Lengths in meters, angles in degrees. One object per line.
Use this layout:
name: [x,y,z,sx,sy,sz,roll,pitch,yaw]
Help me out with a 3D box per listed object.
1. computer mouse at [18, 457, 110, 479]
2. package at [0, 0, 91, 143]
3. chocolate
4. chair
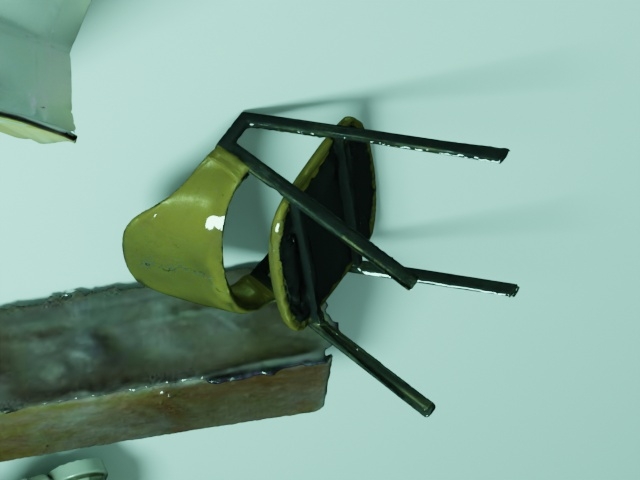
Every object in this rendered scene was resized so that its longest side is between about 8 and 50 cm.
computer mouse: [-0.255,0.283,1.529,0.145,0.082,0.236,-18,144,-26]
package: [-0.295,-0.177,1.017,0.311,0.221,0.165,16,91,-26]
chocolate: [-0.142,0.105,1.368,0.321,0.112,0.112,-10,146,-3]
chair: [0.000,0.000,1.255,0.247,0.172,0.159,23,146,27]
